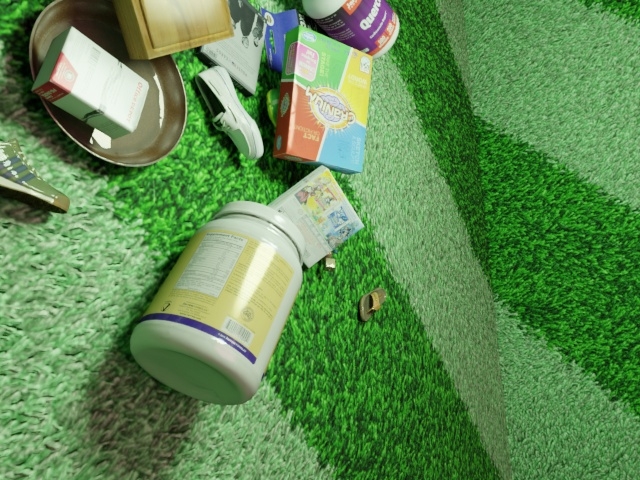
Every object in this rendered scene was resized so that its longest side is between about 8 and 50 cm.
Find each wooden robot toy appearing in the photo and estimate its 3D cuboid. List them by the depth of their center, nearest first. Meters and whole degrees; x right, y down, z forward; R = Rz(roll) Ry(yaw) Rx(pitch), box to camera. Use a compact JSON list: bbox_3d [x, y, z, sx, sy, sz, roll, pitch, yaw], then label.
[{"bbox_3d":[0.000,0.000,1.423,0.079,0.076,0.173,7,74,-18],"label":"wooden robot toy"}]

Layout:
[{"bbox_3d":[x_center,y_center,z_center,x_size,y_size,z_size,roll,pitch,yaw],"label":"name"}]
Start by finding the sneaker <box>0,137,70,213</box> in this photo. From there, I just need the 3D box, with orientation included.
[{"bbox_3d":[-0.462,-0.112,0.772,0.192,0.064,0.086,27,65,-45],"label":"sneaker"}]

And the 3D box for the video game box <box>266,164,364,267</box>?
[{"bbox_3d":[-0.013,-0.059,1.316,0.205,0.187,0.048,55,-1,-32],"label":"video game box"}]

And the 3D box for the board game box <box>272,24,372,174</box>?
[{"bbox_3d":[0.011,-0.346,1.311,0.242,0.064,0.316,7,86,-36],"label":"board game box"}]

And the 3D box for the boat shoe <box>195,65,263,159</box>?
[{"bbox_3d":[-0.214,-0.279,1.167,0.076,0.083,0.226,-34,99,-40],"label":"boat shoe"}]

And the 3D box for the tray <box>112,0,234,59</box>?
[{"bbox_3d":[-0.289,-0.549,0.894,0.203,0.076,0.410,-34,128,-37],"label":"tray"}]

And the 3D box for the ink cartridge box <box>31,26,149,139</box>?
[{"bbox_3d":[-0.374,-0.254,0.851,0.150,0.063,0.109,34,56,-46],"label":"ink cartridge box"}]

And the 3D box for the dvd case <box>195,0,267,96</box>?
[{"bbox_3d":[-0.211,-0.497,1.251,0.179,0.030,0.238,31,59,-48],"label":"dvd case"}]

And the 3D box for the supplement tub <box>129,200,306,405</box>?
[{"bbox_3d":[-0.175,0.111,0.974,0.241,0.241,0.331,53,43,-34],"label":"supplement tub"}]

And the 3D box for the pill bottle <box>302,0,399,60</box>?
[{"bbox_3d":[0.074,-0.663,1.460,0.323,0.182,0.181,26,62,-47],"label":"pill bottle"}]

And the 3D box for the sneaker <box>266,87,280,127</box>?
[{"bbox_3d":[-0.035,-0.356,1.384,0.296,0.124,0.109,-7,89,-54],"label":"sneaker"}]

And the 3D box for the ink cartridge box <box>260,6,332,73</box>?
[{"bbox_3d":[-0.024,-0.550,1.504,0.371,0.069,0.175,-5,86,-53],"label":"ink cartridge box"}]

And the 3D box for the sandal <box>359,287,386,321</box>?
[{"bbox_3d":[0.172,0.194,1.611,0.180,0.049,0.072,-29,106,-54],"label":"sandal"}]

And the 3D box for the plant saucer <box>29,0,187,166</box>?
[{"bbox_3d":[-0.382,-0.283,0.942,0.311,0.050,0.310,19,66,-52],"label":"plant saucer"}]
